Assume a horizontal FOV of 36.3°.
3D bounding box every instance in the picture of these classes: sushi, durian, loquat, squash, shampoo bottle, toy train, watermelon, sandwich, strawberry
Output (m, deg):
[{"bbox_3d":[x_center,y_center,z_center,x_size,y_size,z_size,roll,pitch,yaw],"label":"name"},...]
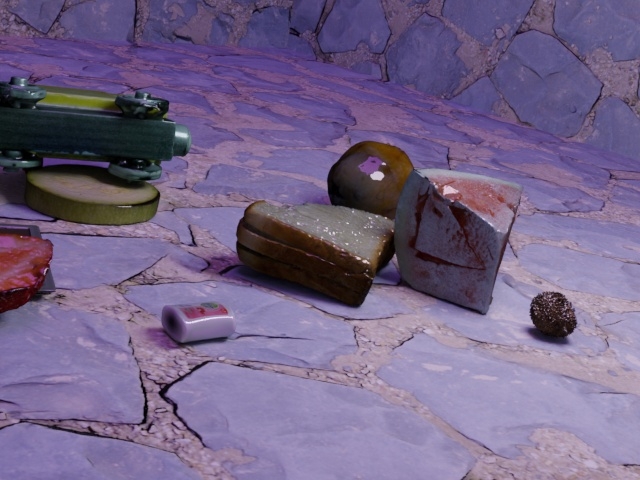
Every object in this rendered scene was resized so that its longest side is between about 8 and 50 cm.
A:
[{"bbox_3d":[-0.586,-0.158,1.966,0.047,0.050,0.099,10,5,-27],"label":"sushi"},{"bbox_3d":[0.381,0.123,1.591,0.080,0.080,0.091,4,29,-16],"label":"durian"},{"bbox_3d":[0.108,-0.120,2.023,0.179,0.179,0.227,15,21,15],"label":"loquat"},{"bbox_3d":[-0.430,-0.088,1.856,0.252,0.049,0.252,11,17,-3],"label":"squash"},{"bbox_3d":[-0.166,0.113,1.381,0.099,0.043,0.072,-4,23,-35],"label":"shampoo bottle"},{"bbox_3d":[-0.484,-0.222,1.892,0.442,0.179,0.272,3,13,-27],"label":"toy train"},{"bbox_3d":[0.275,-0.007,1.700,0.262,0.212,0.201,-2,22,-32],"label":"watermelon"},{"bbox_3d":[0.002,-0.004,1.702,0.254,0.099,0.288,20,20,12],"label":"sandwich"},{"bbox_3d":[-0.449,0.045,1.341,0.146,0.082,0.187,39,41,18],"label":"strawberry"}]

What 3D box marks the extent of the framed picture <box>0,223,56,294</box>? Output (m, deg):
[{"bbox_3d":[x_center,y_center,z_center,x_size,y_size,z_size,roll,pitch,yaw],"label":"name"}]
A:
[{"bbox_3d":[-0.537,0.026,1.493,0.232,0.019,0.296,3,19,-21],"label":"framed picture"}]
